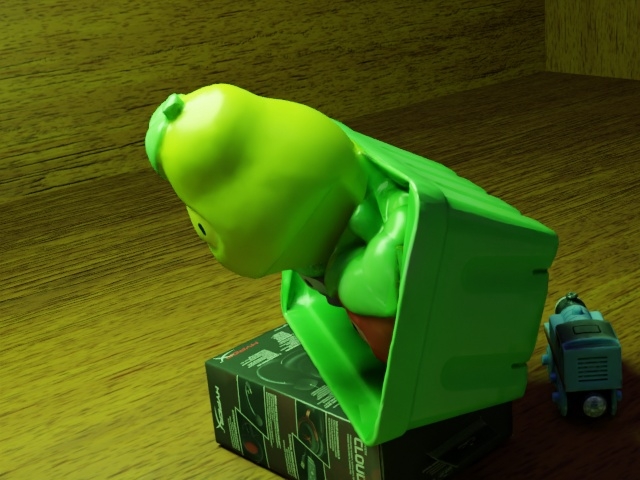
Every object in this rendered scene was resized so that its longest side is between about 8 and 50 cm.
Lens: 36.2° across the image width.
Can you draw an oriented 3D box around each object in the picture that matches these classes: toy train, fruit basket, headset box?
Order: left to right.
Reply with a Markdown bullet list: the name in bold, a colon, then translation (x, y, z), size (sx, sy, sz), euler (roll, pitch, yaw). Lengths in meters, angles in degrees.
- **fruit basket**: translation (0.000, 0.000, 0.970), size (0.391, 0.283, 0.392), euler (9, 15, -2)
- **headset box**: translation (0.052, 0.175, 1.062), size (0.293, 0.110, 0.218), euler (13, 26, 43)
- **toy train**: translation (0.302, 0.130, 1.135), size (0.080, 0.105, 0.184), euler (-3, 19, 7)
